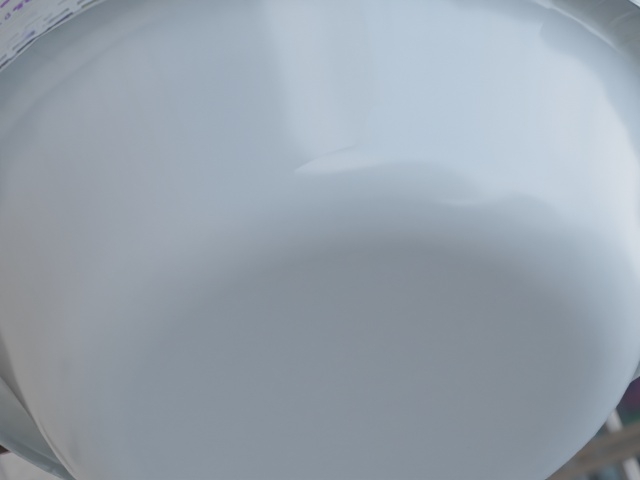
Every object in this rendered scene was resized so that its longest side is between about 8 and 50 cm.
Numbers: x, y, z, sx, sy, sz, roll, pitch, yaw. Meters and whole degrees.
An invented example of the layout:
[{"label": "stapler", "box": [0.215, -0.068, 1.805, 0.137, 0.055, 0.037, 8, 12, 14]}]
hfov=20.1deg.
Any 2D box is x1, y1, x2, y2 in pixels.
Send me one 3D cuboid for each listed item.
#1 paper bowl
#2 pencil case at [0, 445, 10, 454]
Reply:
[{"label": "paper bowl", "box": [0.000, 0.000, 0.618, 0.284, 0.284, 0.148, 51, 19, -43]}, {"label": "pencil case", "box": [-0.233, 0.038, 1.114, 0.209, 0.098, 0.095, 53, 31, -38]}]
